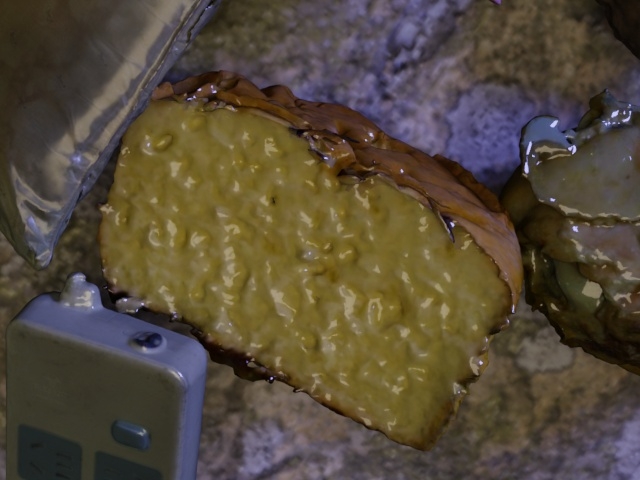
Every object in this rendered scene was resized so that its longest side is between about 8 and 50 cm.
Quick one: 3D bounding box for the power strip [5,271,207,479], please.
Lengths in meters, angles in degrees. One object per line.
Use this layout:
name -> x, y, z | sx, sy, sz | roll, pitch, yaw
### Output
power strip -> -0.136, 0.149, 0.889 | 0.118, 0.046, 0.270 | 18, 123, 15

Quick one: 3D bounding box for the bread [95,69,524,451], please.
bread -> 0.005, -0.001, 0.873 | 0.261, 0.147, 0.160 | 22, 108, 15

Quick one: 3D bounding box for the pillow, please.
pillow -> -0.133, -0.153, 0.833 | 0.185, 0.075, 0.302 | 40, 99, 31

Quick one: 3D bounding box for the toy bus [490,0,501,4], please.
toy bus -> 0.186, -0.305, 0.794 | 0.386, 0.171, 0.162 | -34, 139, 9

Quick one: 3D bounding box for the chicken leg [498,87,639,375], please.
chicken leg -> 0.320, 0.000, 0.897 | 0.429, 0.153, 0.201 | -2, 97, -1

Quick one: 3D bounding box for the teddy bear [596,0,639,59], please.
teddy bear -> 0.261, -0.181, 0.874 | 0.190, 0.140, 0.177 | -43, 106, 13
